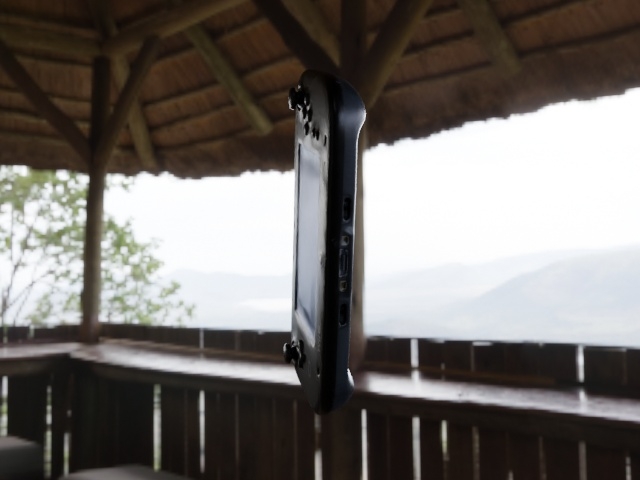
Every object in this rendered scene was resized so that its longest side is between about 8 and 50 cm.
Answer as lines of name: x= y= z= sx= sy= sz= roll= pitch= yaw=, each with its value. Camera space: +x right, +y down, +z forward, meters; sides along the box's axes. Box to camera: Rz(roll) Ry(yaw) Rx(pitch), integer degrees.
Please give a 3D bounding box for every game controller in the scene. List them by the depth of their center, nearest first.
game controller: x=0.000 y=0.000 z=0.816 sx=0.067 sy=0.319 sz=0.166 roll=0 pitch=14 yaw=-3
